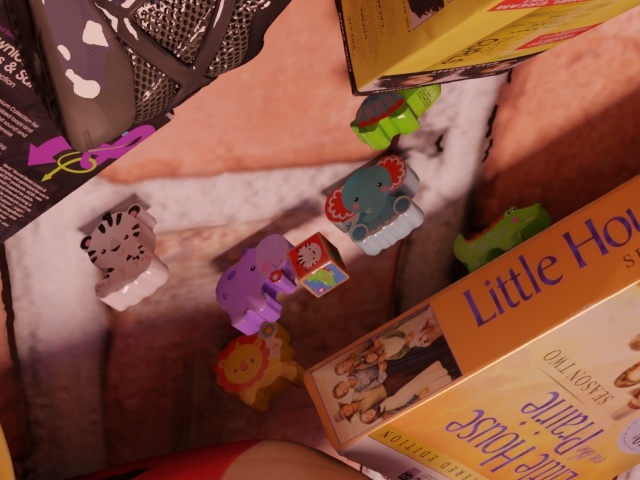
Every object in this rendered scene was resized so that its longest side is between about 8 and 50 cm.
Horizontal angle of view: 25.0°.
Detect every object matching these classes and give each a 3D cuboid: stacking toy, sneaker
[{"bbox_3d":[0.000,0.000,0.793,0.221,0.052,0.167,-32,142,12],"label":"stacking toy"},{"bbox_3d":[-0.069,-0.150,0.560,0.130,0.087,0.227,-25,133,-18],"label":"sneaker"}]

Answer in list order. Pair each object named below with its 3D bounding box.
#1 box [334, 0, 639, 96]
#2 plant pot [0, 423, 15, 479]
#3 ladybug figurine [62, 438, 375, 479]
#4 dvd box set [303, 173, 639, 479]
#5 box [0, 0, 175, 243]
[{"bbox_3d":[0.073,-0.107,0.583,0.087,0.058,0.232,-10,179,-13],"label":"box"},{"bbox_3d":[-0.317,0.148,0.693,0.239,0.254,0.254,-22,144,26],"label":"plant pot"},{"bbox_3d":[-0.135,0.226,0.849,0.449,0.162,0.305,-17,180,17],"label":"ladybug figurine"},{"bbox_3d":[0.235,0.038,0.884,0.420,0.062,0.307,-31,150,13],"label":"dvd box set"},{"bbox_3d":[-0.166,-0.048,0.678,0.162,0.029,0.116,-33,140,18],"label":"box"}]
